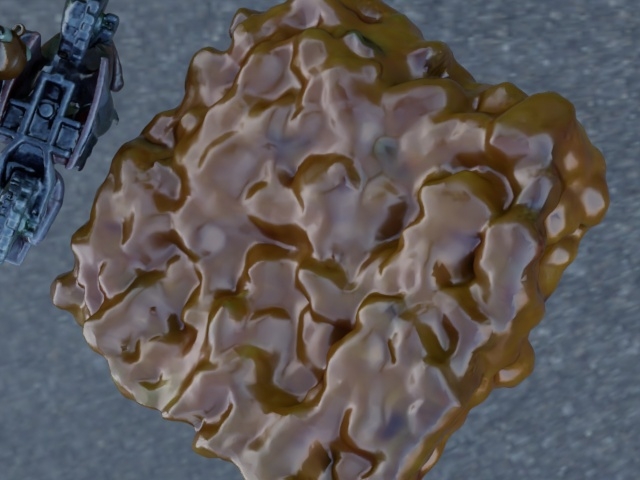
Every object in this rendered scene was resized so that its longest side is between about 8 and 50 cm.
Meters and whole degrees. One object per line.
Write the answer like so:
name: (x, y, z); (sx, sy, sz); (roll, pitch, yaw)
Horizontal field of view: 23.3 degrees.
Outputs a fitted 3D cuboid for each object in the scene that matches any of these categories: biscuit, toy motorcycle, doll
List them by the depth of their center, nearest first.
biscuit: (0.000, 0.000, 0.999); (0.312, 0.110, 0.318); (37, 97, 29)
doll: (-0.227, -0.107, 1.009); (0.058, 0.040, 0.085); (14, 71, 30)
toy motorcycle: (-0.192, -0.082, 1.081); (0.082, 0.122, 0.213); (20, 81, 0)
